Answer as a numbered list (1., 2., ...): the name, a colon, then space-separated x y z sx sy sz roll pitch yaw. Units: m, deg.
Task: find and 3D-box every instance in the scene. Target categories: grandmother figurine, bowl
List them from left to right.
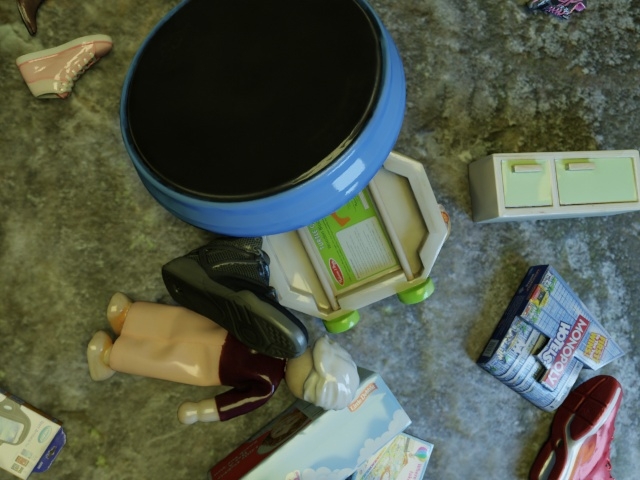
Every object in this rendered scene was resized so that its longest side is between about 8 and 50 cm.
1. grandmother figurine: -0.116 0.146 0.820 0.342 0.104 0.208 11 66 11
2. bowl: -0.084 -0.198 0.836 0.390 0.077 0.391 -5 68 12

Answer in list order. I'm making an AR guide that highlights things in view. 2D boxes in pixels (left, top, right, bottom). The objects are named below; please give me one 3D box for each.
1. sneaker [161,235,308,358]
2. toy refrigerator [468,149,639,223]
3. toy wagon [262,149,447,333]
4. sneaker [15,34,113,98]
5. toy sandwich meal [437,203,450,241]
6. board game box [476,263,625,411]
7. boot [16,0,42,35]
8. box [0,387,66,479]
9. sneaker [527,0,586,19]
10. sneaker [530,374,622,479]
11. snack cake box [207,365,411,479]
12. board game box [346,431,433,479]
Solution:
1. sneaker: -0.082 0.056 0.783 0.130 0.227 0.087 -38 135 -33
2. toy refrigerator: 0.389 -0.089 1.032 0.269 0.094 0.102 -3 86 -14
3. toy wagon: 0.000 0.000 0.903 0.344 0.068 0.267 -23 106 6
4. sneaker: -0.350 -0.239 0.885 0.134 0.051 0.070 -21 92 -12
5. toy sandwich meal: 0.174 -0.024 1.005 0.085 0.029 0.086 1 85 -14
6. board game box: 0.387 0.173 1.025 0.194 0.060 0.194 35 78 -8
7. boot: -0.376 -0.352 0.898 0.114 0.037 0.107 -16 91 -19
8. box: -0.412 0.255 0.835 0.136 0.028 0.081 32 78 -7
9. sneaker: 0.418 -0.414 1.099 0.119 0.047 0.057 -19 101 -14
10. sneaker: 0.445 0.336 1.024 0.128 0.087 0.221 35 90 -17
11. snack cake box: -0.021 0.287 0.865 0.264 0.152 0.089 -35 94 -14
12. board game box: 0.096 0.362 0.947 0.103 0.026 0.154 23 80 -5
